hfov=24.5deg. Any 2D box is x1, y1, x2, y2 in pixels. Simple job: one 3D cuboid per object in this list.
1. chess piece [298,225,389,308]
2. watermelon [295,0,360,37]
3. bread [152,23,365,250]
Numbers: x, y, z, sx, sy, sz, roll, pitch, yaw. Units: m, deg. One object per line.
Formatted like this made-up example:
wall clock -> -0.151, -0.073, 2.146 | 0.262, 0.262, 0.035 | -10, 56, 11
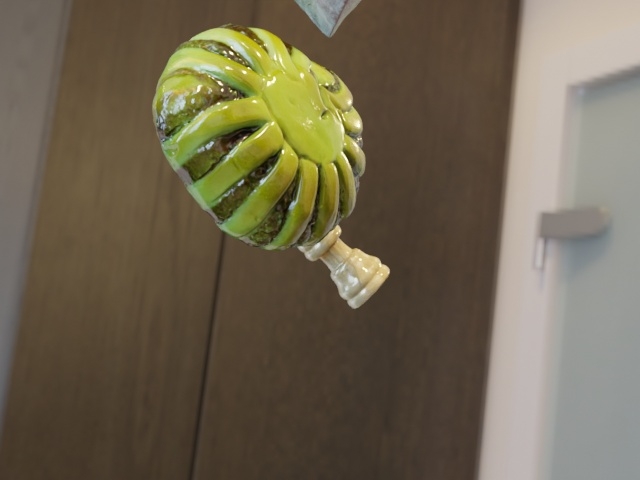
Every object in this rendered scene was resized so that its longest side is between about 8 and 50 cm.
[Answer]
chess piece -> 0.000, 0.000, 0.938 | 0.092, 0.035, 0.035 | 44, -19, -7
watermelon -> 0.055, -0.341, 1.205 | 0.176, 0.260, 0.256 | 17, -33, 43
bread -> -0.029, -0.061, 0.838 | 0.071, 0.130, 0.139 | -21, -60, 40
